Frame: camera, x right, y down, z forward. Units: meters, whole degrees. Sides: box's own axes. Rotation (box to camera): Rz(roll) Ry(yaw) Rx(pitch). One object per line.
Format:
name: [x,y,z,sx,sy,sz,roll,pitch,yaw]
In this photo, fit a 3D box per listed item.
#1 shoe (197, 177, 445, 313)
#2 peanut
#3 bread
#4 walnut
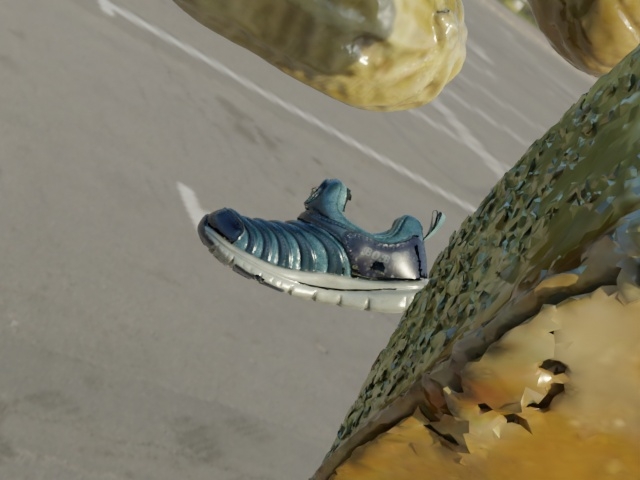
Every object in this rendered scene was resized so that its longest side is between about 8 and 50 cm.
shoe: [0.000,0.000,0.854,0.207,0.106,0.091,9,-2,-7]
peanut: [-0.018,-0.200,0.747,0.325,0.140,0.153,29,1,-38]
bread: [0.174,0.074,0.514,0.279,0.315,0.248,26,50,1]
walnut: [0.253,-0.244,0.818,0.198,0.198,0.245,-33,110,-71]
